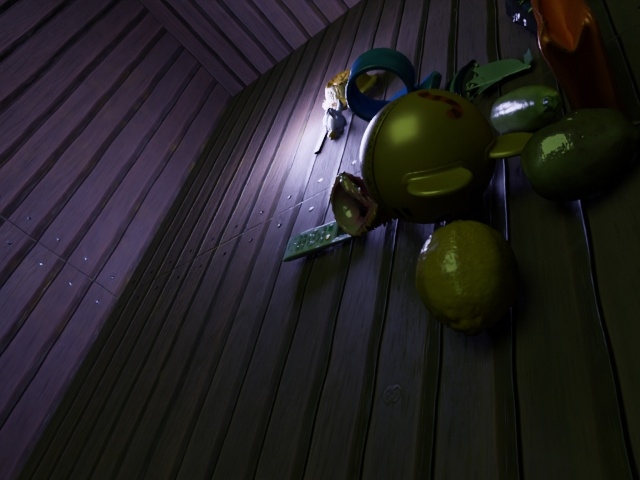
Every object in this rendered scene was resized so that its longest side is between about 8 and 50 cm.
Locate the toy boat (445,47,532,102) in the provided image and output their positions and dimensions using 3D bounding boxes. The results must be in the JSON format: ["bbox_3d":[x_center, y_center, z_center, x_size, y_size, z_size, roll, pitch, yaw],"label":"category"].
[{"bbox_3d":[0.515,-0.505,1.727,0.210,0.070,0.292,-55,32,-12],"label":"toy boat"}]

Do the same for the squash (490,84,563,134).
[{"bbox_3d":[0.512,-0.325,1.341,0.118,0.118,0.370,-44,4,4],"label":"squash"}]

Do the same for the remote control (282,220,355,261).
[{"bbox_3d":[0.000,-0.001,1.786,0.293,0.051,0.103,-21,37,33],"label":"remote control"}]

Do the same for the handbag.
[{"bbox_3d":[0.599,-0.462,1.301,0.116,0.303,0.410,-20,34,30],"label":"handbag"}]

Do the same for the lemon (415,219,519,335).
[{"bbox_3d":[0.298,0.071,1.119,0.204,0.204,0.260,-23,49,37],"label":"lemon"}]

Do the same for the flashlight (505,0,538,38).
[{"bbox_3d":[0.688,-0.695,1.722,0.103,0.103,0.424,-34,32,21],"label":"flashlight"}]

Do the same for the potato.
[{"bbox_3d":[0.556,-0.189,1.160,0.251,0.174,0.159,-30,-3,14],"label":"potato"}]

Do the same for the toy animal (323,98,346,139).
[{"bbox_3d":[0.052,-0.507,2.312,0.131,0.127,0.182,-42,16,-6],"label":"toy animal"}]

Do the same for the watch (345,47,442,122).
[{"bbox_3d":[0.248,-0.540,1.917,0.305,0.274,0.241,-32,30,36],"label":"watch"}]

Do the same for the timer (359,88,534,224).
[{"bbox_3d":[0.290,-0.194,1.348,0.376,0.376,0.387,-52,36,-12],"label":"timer"}]

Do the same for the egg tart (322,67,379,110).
[{"bbox_3d":[0.123,-0.675,2.425,0.288,0.118,0.288,-25,28,14],"label":"egg tart"}]

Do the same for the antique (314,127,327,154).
[{"bbox_3d":[0.009,-0.445,2.396,0.031,0.015,0.192,-21,37,40],"label":"antique"}]

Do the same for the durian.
[{"bbox_3d":[0.119,-0.094,1.640,0.186,0.154,0.260,-47,40,23],"label":"durian"}]
